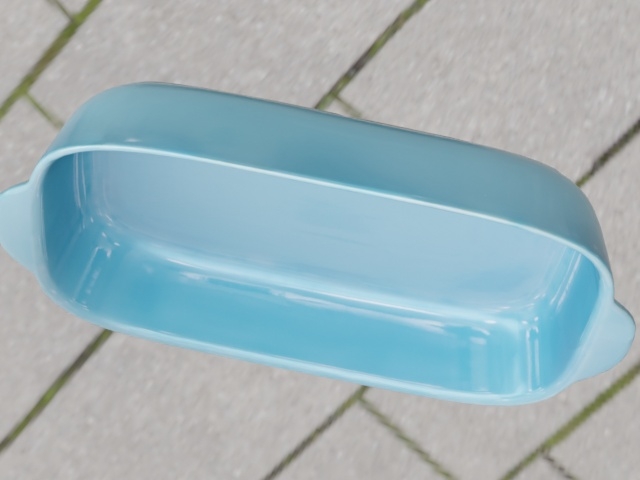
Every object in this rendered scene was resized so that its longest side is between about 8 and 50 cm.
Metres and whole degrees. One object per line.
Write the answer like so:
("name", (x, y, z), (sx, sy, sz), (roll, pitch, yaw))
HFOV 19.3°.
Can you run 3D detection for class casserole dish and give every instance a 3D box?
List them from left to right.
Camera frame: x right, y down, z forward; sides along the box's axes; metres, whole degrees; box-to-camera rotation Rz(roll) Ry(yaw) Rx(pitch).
("casserole dish", (0.000, 0.000, 0.554), (0.188, 0.037, 0.114), (11, 149, 0))
